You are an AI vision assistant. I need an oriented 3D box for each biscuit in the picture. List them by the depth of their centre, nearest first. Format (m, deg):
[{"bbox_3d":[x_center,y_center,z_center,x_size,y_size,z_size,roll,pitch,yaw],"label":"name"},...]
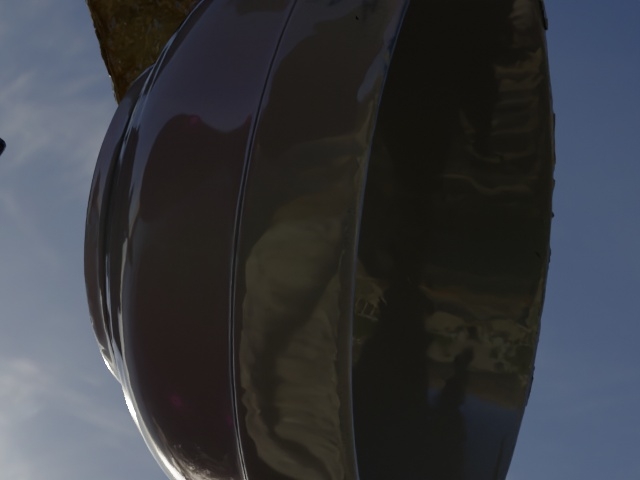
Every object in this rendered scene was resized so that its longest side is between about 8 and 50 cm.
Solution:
[{"bbox_3d":[-0.153,-0.204,1.285,0.029,0.118,0.247,31,-38,48],"label":"biscuit"}]

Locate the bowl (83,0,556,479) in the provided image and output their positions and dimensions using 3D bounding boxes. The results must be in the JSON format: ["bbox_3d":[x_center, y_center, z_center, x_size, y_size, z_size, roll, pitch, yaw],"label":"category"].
[{"bbox_3d":[0.000,0.000,0.618,0.144,0.287,0.287,7,-36,22],"label":"bowl"}]

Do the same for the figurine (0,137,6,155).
[{"bbox_3d":[-0.329,-0.008,0.786,0.370,0.167,0.281,-23,-86,28],"label":"figurine"}]
